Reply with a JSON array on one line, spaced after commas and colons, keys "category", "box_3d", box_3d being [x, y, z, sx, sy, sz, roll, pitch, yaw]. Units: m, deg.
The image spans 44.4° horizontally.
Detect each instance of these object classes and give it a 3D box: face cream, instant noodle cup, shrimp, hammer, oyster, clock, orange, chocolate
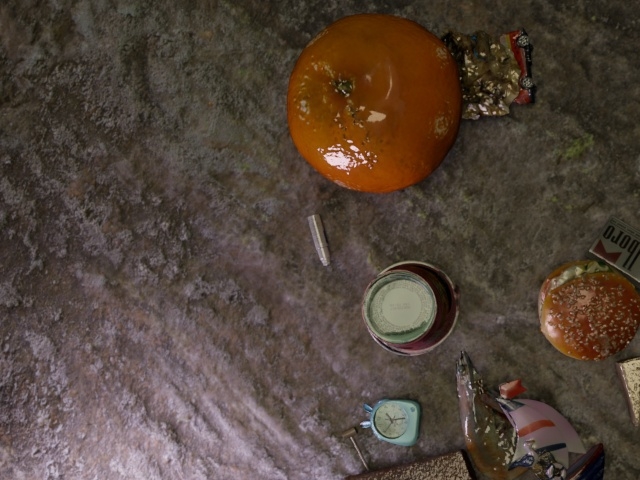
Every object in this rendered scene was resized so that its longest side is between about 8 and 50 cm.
[{"category": "face cream", "box_3d": [0.000, 0.000, 1.969, 0.034, 0.034, 0.130, -18, 81, 13]}, {"category": "instant noodle cup", "box_3d": [0.195, 0.155, 1.796, 0.244, 0.255, 0.243, -1, 86, 12]}, {"category": "shrimp", "box_3d": [0.403, 0.402, 1.825, 0.164, 0.062, 0.316, -17, 85, 5]}, {"category": "hammer", "box_3d": [0.093, 0.511, 1.917, 0.036, 0.019, 0.110, -29, 82, 11]}, {"category": "oyster", "box_3d": [0.366, -0.391, 1.846, 0.223, 0.083, 0.214, 9, 94, 37]}, {"category": "clock", "box_3d": [0.167, 0.431, 1.890, 0.147, 0.045, 0.108, 5, 87, 16]}, {"category": "orange", "box_3d": [0.111, -0.315, 1.793, 0.424, 0.326, 0.423, -1, 88, 32]}, {"category": "chocolate", "box_3d": [0.202, 0.576, 1.841, 0.321, 0.112, 0.111, -19, 73, 13]}]

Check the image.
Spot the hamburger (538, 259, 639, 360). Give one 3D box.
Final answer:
[{"category": "hamburger", "box_3d": [0.594, 0.157, 1.745, 0.237, 0.147, 0.236, 0, 88, 13]}]

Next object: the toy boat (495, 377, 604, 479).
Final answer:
[{"category": "toy boat", "box_3d": [0.524, 0.460, 1.771, 0.219, 0.072, 0.318, -10, 84, 1]}]

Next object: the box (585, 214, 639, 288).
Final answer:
[{"category": "box", "box_3d": [0.704, 0.034, 1.764, 0.177, 0.036, 0.115, 34, 73, 14]}]

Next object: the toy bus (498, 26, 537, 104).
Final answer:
[{"category": "toy bus", "box_3d": [0.466, -0.408, 1.858, 0.077, 0.079, 0.174, -6, 85, 23]}]

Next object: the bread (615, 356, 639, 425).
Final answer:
[{"category": "bread", "box_3d": [0.723, 0.324, 1.734, 0.105, 0.077, 0.152, -15, 84, 14]}]
